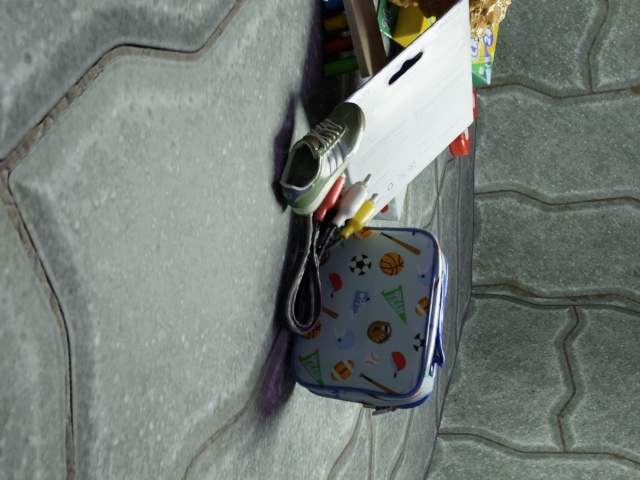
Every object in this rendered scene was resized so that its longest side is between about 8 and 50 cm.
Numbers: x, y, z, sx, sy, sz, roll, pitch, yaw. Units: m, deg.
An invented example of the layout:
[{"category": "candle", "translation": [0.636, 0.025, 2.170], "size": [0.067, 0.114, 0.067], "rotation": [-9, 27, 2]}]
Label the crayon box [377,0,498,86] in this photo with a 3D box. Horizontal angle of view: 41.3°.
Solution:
[{"category": "crayon box", "translation": [0.265, -0.487, 1.836], "size": [0.323, 0.083, 0.203], "rotation": [21, 75, -43]}]

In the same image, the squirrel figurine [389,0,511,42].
[{"category": "squirrel figurine", "translation": [0.253, -0.549, 1.517], "size": [0.397, 0.371, 0.280], "rotation": [61, 36, -63]}]

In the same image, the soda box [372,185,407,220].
[{"category": "soda box", "translation": [0.138, -0.180, 1.733], "size": [0.098, 0.091, 0.286], "rotation": [74, 26, -51]}]

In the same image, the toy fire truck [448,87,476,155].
[{"category": "toy fire truck", "translation": [0.252, -0.343, 1.966], "size": [0.302, 0.170, 0.253], "rotation": [-72, 151, -41]}]

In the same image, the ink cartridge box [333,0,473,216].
[{"category": "ink cartridge box", "translation": [0.140, -0.231, 1.496], "size": [0.324, 0.071, 0.330], "rotation": [-43, 148, -17]}]

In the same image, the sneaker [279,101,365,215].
[{"category": "sneaker", "translation": [0.001, -0.134, 1.253], "size": [0.192, 0.064, 0.086], "rotation": [-60, 153, -8]}]

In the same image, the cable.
[{"category": "cable", "translation": [0.000, 0.000, 1.309], "size": [0.139, 0.072, 0.287], "rotation": [42, 57, -32]}]

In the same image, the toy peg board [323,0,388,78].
[{"category": "toy peg board", "translation": [0.046, -0.350, 1.431], "size": [0.161, 0.079, 0.160], "rotation": [-40, 117, -69]}]

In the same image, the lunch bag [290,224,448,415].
[{"category": "lunch bag", "translation": [0.088, 0.126, 1.371], "size": [0.115, 0.243, 0.303], "rotation": [56, 41, -65]}]
